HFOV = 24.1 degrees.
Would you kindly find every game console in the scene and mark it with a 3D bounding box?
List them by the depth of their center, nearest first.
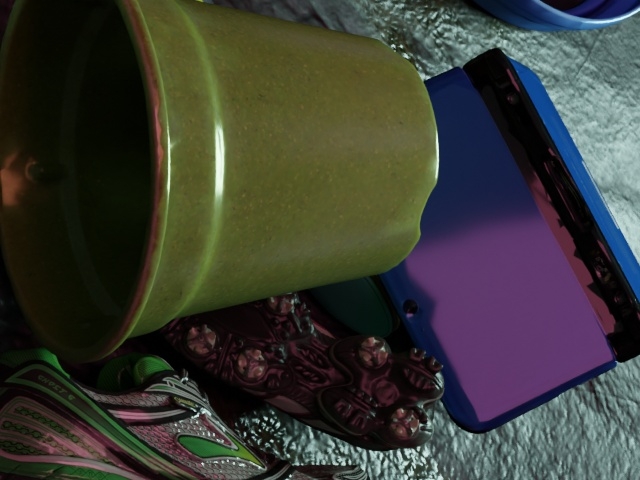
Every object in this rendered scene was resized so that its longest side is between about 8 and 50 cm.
[{"bbox_3d":[0.160,-0.003,1.331,0.293,0.173,0.250,64,16,8],"label":"game console"}]

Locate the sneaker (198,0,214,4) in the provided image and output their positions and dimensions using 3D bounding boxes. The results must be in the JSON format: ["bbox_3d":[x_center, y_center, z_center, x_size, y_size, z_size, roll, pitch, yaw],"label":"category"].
[{"bbox_3d":[-0.130,-0.221,1.189,0.300,0.111,0.121,55,43,-22],"label":"sneaker"}]

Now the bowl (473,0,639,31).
[{"bbox_3d":[0.218,-0.399,1.537,0.391,0.077,0.391,11,72,-38],"label":"bowl"}]

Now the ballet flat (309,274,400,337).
[{"bbox_3d":[0.000,0.000,1.267,0.206,0.073,0.067,45,41,-27],"label":"ballet flat"}]

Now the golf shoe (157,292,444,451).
[{"bbox_3d":[-0.038,0.095,1.196,0.273,0.120,0.105,31,65,-5],"label":"golf shoe"}]

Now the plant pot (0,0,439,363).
[{"bbox_3d":[-0.066,-0.059,1.066,0.254,0.276,0.276,-2,81,-32],"label":"plant pot"}]

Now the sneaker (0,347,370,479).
[{"bbox_3d":[-0.095,0.158,1.104,0.343,0.134,0.146,17,68,-35],"label":"sneaker"}]
